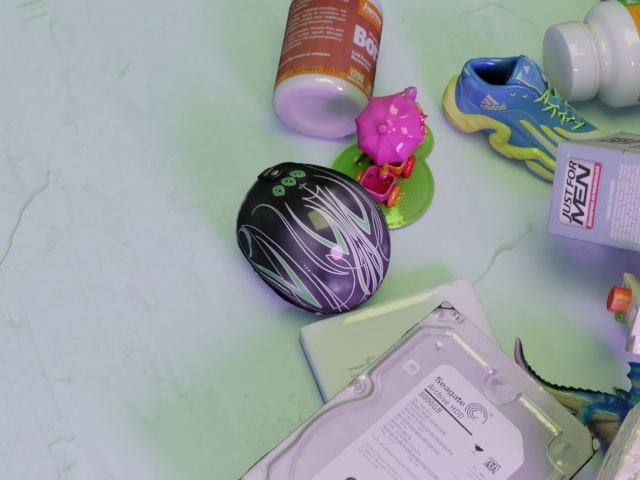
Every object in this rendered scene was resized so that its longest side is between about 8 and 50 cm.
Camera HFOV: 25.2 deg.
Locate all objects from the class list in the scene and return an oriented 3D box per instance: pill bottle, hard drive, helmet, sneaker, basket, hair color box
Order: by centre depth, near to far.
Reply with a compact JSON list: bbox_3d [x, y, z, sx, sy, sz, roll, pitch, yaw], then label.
[{"bbox_3d":[0.347,0.236,1.443,0.113,0.103,0.167,29,54,9],"label":"basket"},{"bbox_3d":[0.099,0.243,1.488,0.339,0.064,0.237,-37,73,-29],"label":"hard drive"},{"bbox_3d":[0.462,-0.035,1.579,0.375,0.113,0.185,13,14,32],"label":"hair color box"},{"bbox_3d":[0.129,0.210,1.586,0.210,0.040,0.318,-16,63,-13],"label":"hard drive"},{"bbox_3d":[0.000,0.000,1.633,0.161,0.169,0.169,33,62,32],"label":"helmet"},{"bbox_3d":[0.264,-0.151,1.747,0.240,0.126,0.091,21,62,7],"label":"sneaker"},{"bbox_3d":[0.014,-0.246,1.781,0.121,0.121,0.216,9,61,0],"label":"pill bottle"},{"bbox_3d":[0.412,-0.242,1.803,0.246,0.136,0.136,-11,63,-11],"label":"pill bottle"}]

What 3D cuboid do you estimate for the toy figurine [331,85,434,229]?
[{"bbox_3d":[0.091,-0.123,1.699,0.130,0.159,0.173,26,62,9],"label":"toy figurine"}]

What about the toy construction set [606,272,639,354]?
[{"bbox_3d":[0.450,0.116,1.580,0.328,0.151,0.215,24,35,-10],"label":"toy construction set"}]

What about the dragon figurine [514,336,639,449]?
[{"bbox_3d":[0.346,0.194,1.587,0.144,0.085,0.289,-39,71,-22],"label":"dragon figurine"}]
